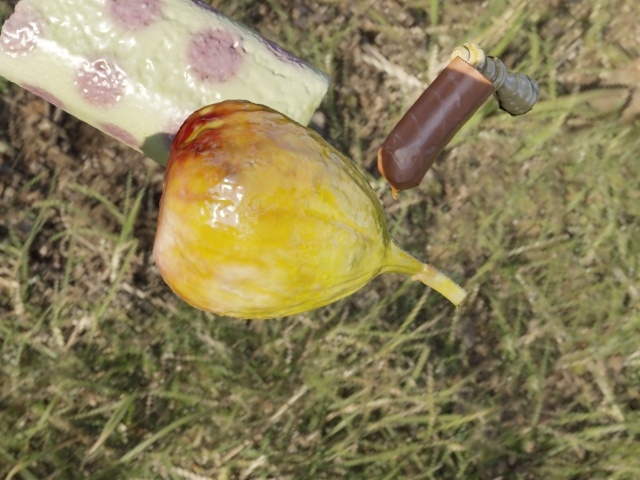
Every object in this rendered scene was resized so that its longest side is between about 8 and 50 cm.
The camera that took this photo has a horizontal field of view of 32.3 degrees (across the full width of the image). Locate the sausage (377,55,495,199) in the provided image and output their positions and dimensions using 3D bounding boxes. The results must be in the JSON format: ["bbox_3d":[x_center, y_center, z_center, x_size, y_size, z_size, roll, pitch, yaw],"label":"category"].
[{"bbox_3d":[0.122,-0.125,1.250,0.065,0.169,0.065,40,6,-5],"label":"sausage"}]

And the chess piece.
[{"bbox_3d":[0.223,-0.216,1.455,0.172,0.060,0.060,18,49,-48],"label":"chess piece"}]

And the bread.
[{"bbox_3d":[-0.175,-0.188,1.246,0.338,0.155,0.187,30,74,-8],"label":"bread"}]

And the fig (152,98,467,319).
[{"bbox_3d":[0.000,0.000,0.818,0.257,0.159,0.159,23,49,-19],"label":"fig"}]
